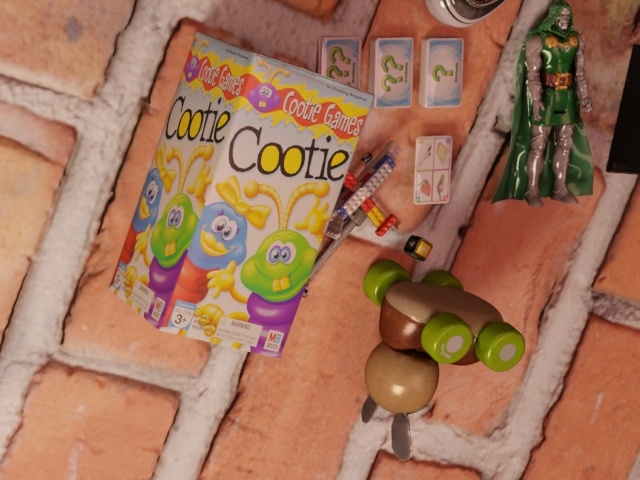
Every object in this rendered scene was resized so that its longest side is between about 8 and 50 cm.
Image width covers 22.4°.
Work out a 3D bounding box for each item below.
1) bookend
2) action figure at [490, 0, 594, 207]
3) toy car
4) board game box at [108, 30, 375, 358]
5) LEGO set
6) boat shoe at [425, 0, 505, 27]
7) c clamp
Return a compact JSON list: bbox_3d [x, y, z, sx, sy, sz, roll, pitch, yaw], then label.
[{"bbox_3d":[0.422,-0.135,1.871,0.072,0.157,0.156,2,104,-33],"label":"bookend"},{"bbox_3d":[0.262,-0.156,1.825,0.137,0.063,0.232,-7,107,-27],"label":"action figure"},{"bbox_3d":[0.108,0.142,1.778,0.149,0.155,0.188,11,109,-34],"label":"toy car"},{"bbox_3d":[-0.081,-0.046,1.588,0.142,0.144,0.275,16,96,-31],"label":"board game box"},{"bbox_3d":[0.081,-0.094,1.721,0.183,0.060,0.244,-4,102,-31],"label":"LEGO set"},{"bbox_3d":[0.237,-0.362,1.698,0.121,0.119,0.335,41,83,-35],"label":"boat shoe"},{"bbox_3d":[0.000,0.000,1.732,0.160,0.022,0.137,-46,124,-12],"label":"c clamp"}]
